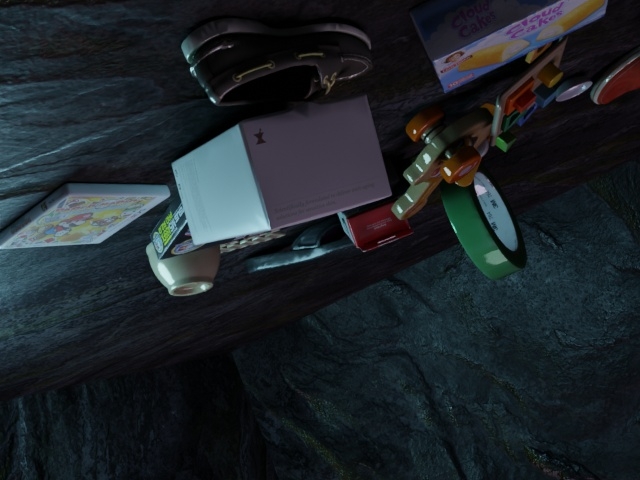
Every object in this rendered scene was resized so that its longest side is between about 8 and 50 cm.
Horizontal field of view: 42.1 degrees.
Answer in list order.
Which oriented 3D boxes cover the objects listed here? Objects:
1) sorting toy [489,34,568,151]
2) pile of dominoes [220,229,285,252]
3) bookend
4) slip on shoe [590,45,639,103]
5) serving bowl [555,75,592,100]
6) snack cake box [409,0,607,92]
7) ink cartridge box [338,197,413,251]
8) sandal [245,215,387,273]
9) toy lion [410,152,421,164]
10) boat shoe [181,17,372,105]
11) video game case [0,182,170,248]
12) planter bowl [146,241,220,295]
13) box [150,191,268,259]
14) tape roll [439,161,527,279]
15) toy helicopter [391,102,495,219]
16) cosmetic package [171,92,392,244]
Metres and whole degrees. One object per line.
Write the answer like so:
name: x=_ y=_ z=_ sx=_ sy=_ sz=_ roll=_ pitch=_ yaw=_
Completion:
sorting toy: x=0.395 y=-0.272 z=1.550 sx=0.196 sy=0.047 sz=0.347 roll=-45 pitch=162 yaw=-8
pile of dominoes: x=-0.219 y=-0.011 z=1.938 sx=0.251 sy=0.040 sz=0.196 roll=-15 pitch=170 yaw=8
bookend: x=0.150 y=-0.145 z=1.855 sx=0.156 sy=0.072 sz=0.157 roll=-21 pitch=168 yaw=-11
slip on shoe: x=0.734 y=-0.378 z=1.801 sx=0.123 sy=0.101 sz=0.331 roll=-12 pitch=167 yaw=-47
serving bowl: x=0.552 y=-0.338 z=1.824 sx=0.083 sy=0.027 sz=0.083 roll=-21 pitch=169 yaw=-4
snack cake box: x=0.274 y=-0.327 z=1.199 sx=0.264 sy=0.089 sz=0.152 roll=-24 pitch=169 yaw=11
ink cartridge box: x=0.124 y=-0.054 z=1.973 sx=0.134 sy=0.078 sz=0.231 roll=-21 pitch=-163 yaw=-4
sandal: x=-0.002 y=0.000 z=2.229 sx=0.446 sy=0.107 sz=0.167 roll=-12 pitch=173 yaw=18
toy lion: x=0.252 y=-0.194 z=1.935 sx=0.096 sy=0.034 sz=0.100 roll=-14 pitch=168 yaw=-2
boat shoe: x=-0.038 y=-0.224 z=1.084 sx=0.305 sy=0.091 sz=0.109 roll=-11 pitch=164 yaw=-44
video game case: x=-0.403 y=-0.041 z=1.418 sx=0.206 sy=0.026 sz=0.227 roll=-29 pitch=166 yaw=31
planter bowl: x=-0.290 y=0.057 z=1.807 sx=0.162 sy=0.109 sz=0.162 roll=-12 pitch=162 yaw=-4
box: x=-0.181 y=-0.056 z=1.661 sx=0.270 sy=0.060 sz=0.216 roll=-15 pitch=164 yaw=-33
tape roll: x=0.416 y=-0.059 z=2.115 sx=0.077 sy=0.321 sz=0.321 roll=-28 pitch=167 yaw=26
toy helicopter: x=0.255 y=-0.159 z=1.750 sx=0.235 sy=0.140 sz=0.355 roll=-29 pitch=164 yaw=-33
cosmetic package: x=-0.075 y=-0.097 z=1.242 sx=0.197 sy=0.155 sz=0.365 roll=-16 pitch=-176 yaw=-23
